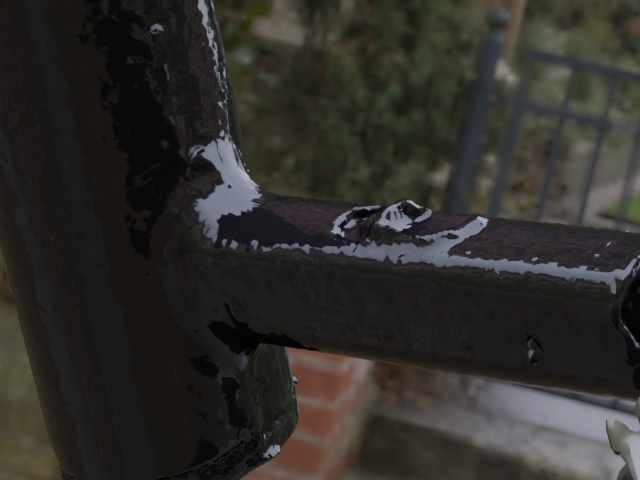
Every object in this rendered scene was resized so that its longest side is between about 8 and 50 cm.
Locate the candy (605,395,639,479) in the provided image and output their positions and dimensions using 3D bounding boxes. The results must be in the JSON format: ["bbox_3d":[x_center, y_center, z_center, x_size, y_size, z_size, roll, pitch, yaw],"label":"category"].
[{"bbox_3d":[0.139,0.134,0.383,0.195,0.137,0.185,5,42,6],"label":"candy"}]

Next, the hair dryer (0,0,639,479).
[{"bbox_3d":[0.000,0.000,0.579,0.251,0.197,0.089,10,31,38],"label":"hair dryer"}]
